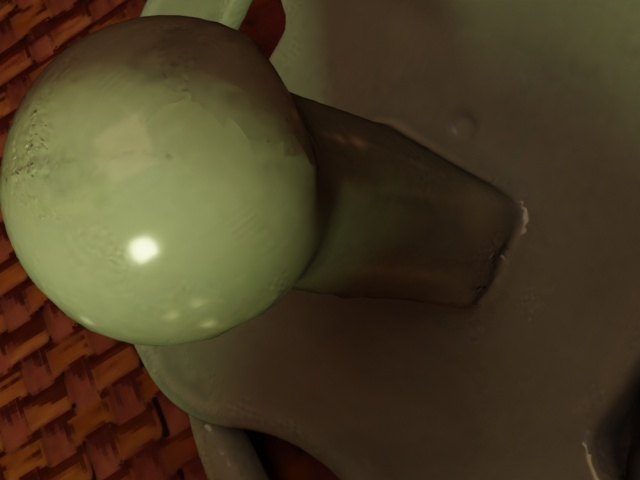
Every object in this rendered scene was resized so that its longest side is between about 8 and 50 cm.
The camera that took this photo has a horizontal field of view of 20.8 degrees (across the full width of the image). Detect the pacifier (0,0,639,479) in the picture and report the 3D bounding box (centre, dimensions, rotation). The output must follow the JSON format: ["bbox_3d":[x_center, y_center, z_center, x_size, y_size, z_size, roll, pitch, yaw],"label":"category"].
[{"bbox_3d":[0.000,0.000,0.492,0.287,0.226,0.238,38,107,37],"label":"pacifier"}]
